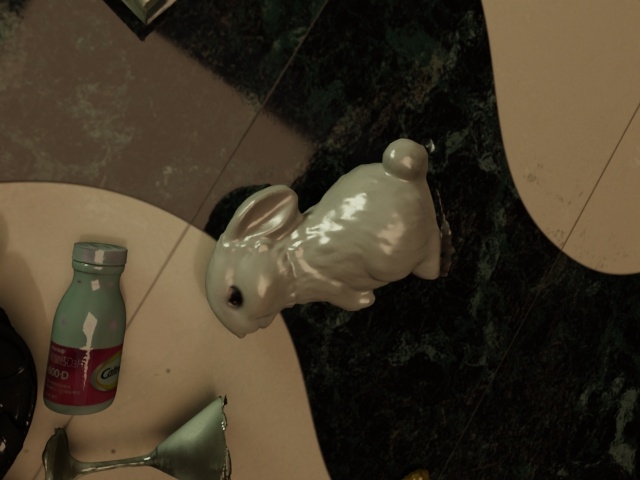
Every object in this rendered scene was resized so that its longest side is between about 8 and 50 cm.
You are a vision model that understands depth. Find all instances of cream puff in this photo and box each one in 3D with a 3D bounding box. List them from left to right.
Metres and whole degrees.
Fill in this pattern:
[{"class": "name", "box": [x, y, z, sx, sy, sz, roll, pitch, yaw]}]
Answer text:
[{"class": "cream puff", "box": [0.184, 0.476, 0.924, 0.058, 0.083, 0.083, -27, 127, 30]}]

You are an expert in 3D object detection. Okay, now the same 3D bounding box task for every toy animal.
[{"class": "toy animal", "box": [0.000, 0.000, 0.727, 0.356, 0.194, 0.258, -14, 112, -11]}]

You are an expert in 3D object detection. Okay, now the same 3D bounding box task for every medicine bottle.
[{"class": "medicine bottle", "box": [-0.308, 0.114, 0.660, 0.090, 0.090, 0.217, 8, 94, -22]}]

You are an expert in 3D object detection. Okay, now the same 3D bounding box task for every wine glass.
[{"class": "wine glass", "box": [-0.247, 0.305, 0.686, 0.232, 0.156, 0.156, -1, 97, -18]}]

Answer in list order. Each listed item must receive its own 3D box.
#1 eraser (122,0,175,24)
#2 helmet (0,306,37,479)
[{"class": "eraser", "box": [-0.322, -0.458, 0.576, 0.098, 0.096, 0.404, -47, 111, -9]}, {"class": "helmet", "box": [-0.454, 0.187, 0.539, 0.160, 0.230, 0.279, 8, 111, 12]}]
